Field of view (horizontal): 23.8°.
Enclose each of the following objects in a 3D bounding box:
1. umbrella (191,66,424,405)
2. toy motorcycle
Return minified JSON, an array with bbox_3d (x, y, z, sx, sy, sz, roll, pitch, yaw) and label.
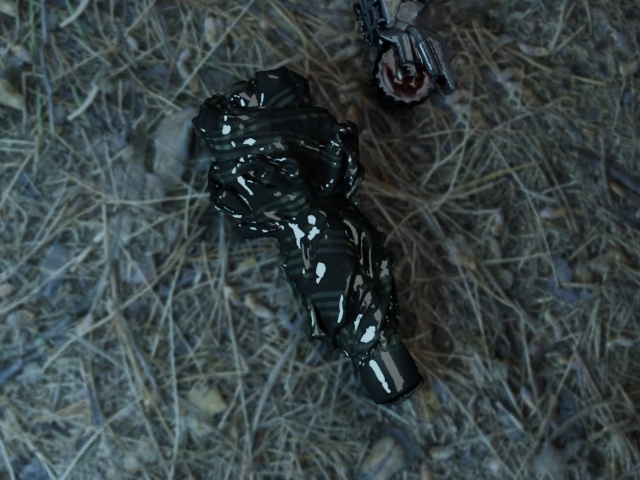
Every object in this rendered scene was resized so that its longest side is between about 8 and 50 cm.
[{"bbox_3d":[-0.011,0.002,1.422,0.154,0.128,0.336,-15,83,-19],"label":"umbrella"},{"bbox_3d":[0.094,-0.242,1.537,0.123,0.080,0.215,-10,83,-14],"label":"toy motorcycle"}]
